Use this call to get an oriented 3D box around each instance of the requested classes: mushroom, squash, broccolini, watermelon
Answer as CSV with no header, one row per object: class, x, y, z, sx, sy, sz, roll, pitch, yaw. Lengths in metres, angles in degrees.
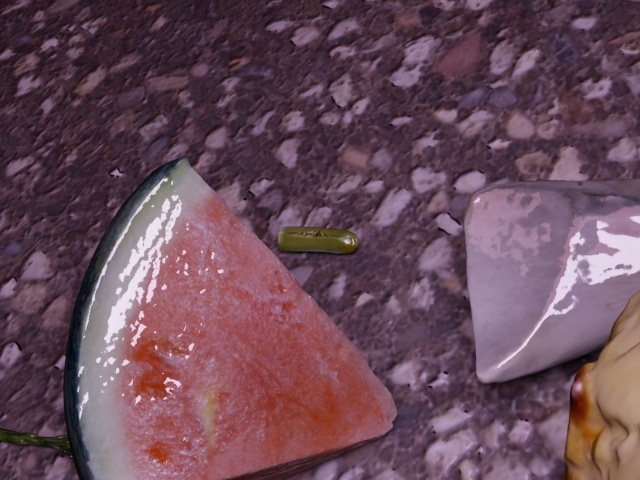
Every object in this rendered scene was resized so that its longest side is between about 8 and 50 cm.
mushroom,0.323,0.022,0.804,0.396,0.126,0.178,-7,66,14
squash,0.000,0.000,0.988,0.083,0.027,0.028,2,59,19
broccolini,-0.267,0.193,0.958,0.139,0.030,0.035,3,50,26
watermelon,-0.103,0.099,0.823,0.292,0.250,0.283,-6,59,17

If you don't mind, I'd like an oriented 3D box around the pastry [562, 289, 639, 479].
pastry,0.321,0.167,0.577,0.388,0.313,0.389,17,44,-17
